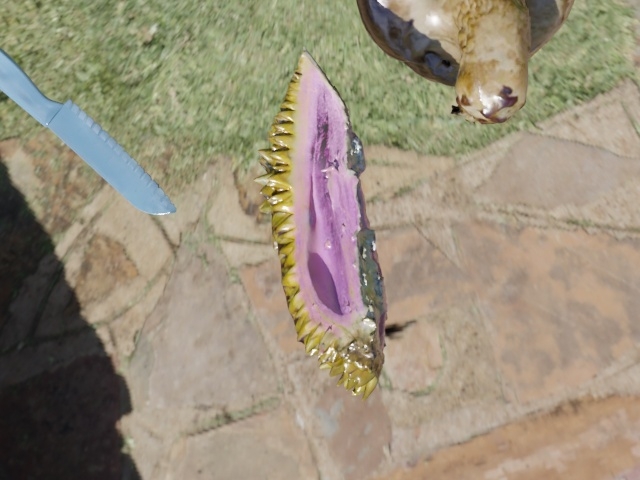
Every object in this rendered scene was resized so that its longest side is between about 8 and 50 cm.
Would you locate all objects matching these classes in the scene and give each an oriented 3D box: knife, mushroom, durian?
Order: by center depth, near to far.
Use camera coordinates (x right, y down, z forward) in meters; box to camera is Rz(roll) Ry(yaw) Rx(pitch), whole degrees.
[{"bbox_3d":[0.001,0.001,1.060,0.112,0.191,0.341,-10,69,0],"label":"durian"},{"bbox_3d":[-0.273,-0.129,1.144,0.313,0.019,0.044,42,99,3],"label":"knife"},{"bbox_3d":[0.184,-0.271,1.177,0.254,0.267,0.267,43,107,19],"label":"mushroom"}]
